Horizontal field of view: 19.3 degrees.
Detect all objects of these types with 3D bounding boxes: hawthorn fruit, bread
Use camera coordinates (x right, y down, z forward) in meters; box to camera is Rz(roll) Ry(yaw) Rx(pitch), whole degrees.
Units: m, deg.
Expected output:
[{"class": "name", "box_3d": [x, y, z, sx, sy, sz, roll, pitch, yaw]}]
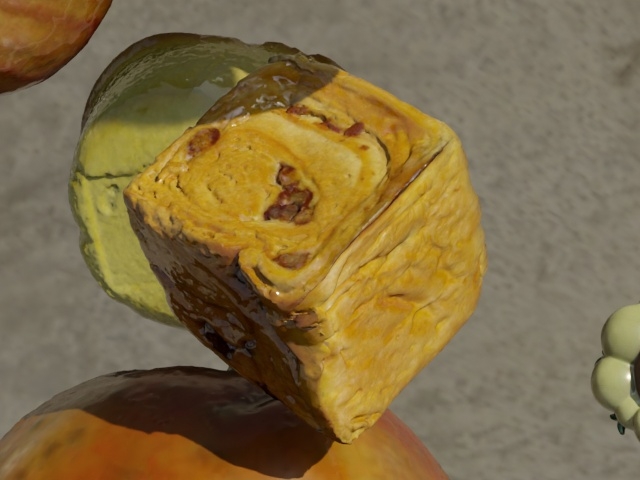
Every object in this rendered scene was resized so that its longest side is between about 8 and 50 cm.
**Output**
[{"class": "hawthorn fruit", "box_3d": [-0.057, 0.245, 1.216, 0.403, 0.403, 0.403, -8, 74, 29]}, {"class": "bread", "box_3d": [-0.081, -0.046, 1.574, 0.270, 0.270, 0.148, -31, 20, 21]}, {"class": "bread", "box_3d": [0.000, 0.000, 1.045, 0.158, 0.143, 0.149, -38, 52, -20]}]

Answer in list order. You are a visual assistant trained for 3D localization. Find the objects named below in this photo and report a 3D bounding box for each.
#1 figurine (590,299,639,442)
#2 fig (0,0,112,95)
[{"class": "figurine", "box_3d": [0.237, 0.074, 1.042, 0.197, 0.093, 0.147, -8, 63, 55]}, {"class": "fig", "box_3d": [-0.172, -0.163, 0.758, 0.175, 0.207, 0.175, -22, 53, 32]}]
